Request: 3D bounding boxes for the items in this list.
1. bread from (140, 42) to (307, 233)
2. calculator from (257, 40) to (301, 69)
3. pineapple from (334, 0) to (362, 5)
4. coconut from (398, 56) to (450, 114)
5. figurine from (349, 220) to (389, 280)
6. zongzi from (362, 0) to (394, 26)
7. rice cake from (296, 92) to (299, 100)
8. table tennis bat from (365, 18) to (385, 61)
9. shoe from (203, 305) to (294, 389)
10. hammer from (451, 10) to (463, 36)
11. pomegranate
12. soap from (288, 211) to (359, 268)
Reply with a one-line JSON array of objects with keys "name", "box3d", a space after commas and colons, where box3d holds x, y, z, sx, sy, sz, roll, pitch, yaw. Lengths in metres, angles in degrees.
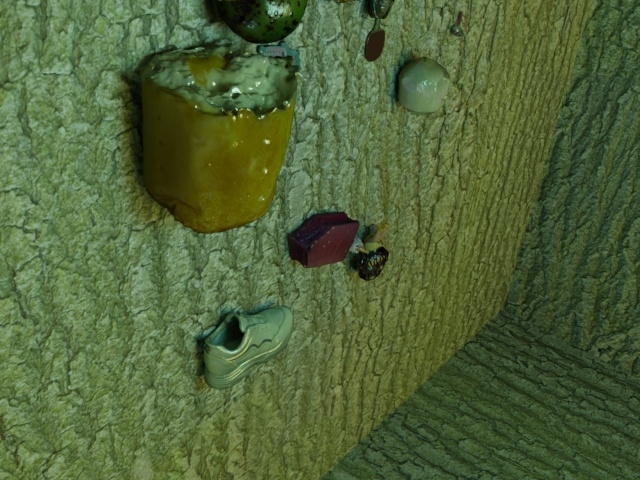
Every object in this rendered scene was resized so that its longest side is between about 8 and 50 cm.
[{"name": "bread", "box3d": [-0.201, -0.208, 1.524, 0.361, 0.250, 0.394, -19, 130, -37]}, {"name": "calculator", "box3d": [-0.099, -0.449, 1.709, 0.141, 0.019, 0.094, -15, 101, -46]}, {"name": "pineapple", "box3d": [0.087, -0.666, 1.722, 0.176, 0.137, 0.161, -30, 137, -43]}, {"name": "coconut", "box3d": [0.333, -0.500, 2.191, 0.171, 0.171, 0.183, -40, 151, -31]}, {"name": "figurine", "box3d": [0.183, 0.034, 2.448, 0.175, 0.116, 0.240, -28, 135, -44]}, {"name": "zongzi", "box3d": [0.141, -0.696, 1.850, 0.184, 0.084, 0.187, 7, 113, -43]}, {"name": "rice cake", "box3d": [-0.147, -0.302, 1.762, 0.237, 0.043, 0.127, -61, 148, -2]}, {"name": "table tennis bat", "box3d": [0.162, -0.600, 2.010, 0.087, 0.013, 0.156, -29, 139, -39]}, {"name": "shoe", "box3d": [-0.213, 0.278, 2.043, 0.342, 0.132, 0.210, -37, 144, -29]}, {"name": "hammer", "box3d": [0.472, -0.740, 2.344, 0.052, 0.031, 0.083, -2, 105, -59]}, {"name": "pomegranate", "box3d": [-0.110, -0.530, 1.457, 0.202, 0.202, 0.248, -38, -178, -33]}, {"name": "soap", "box3d": [0.000, 0.000, 2.176, 0.250, 0.099, 0.162, -11, 130, -52]}]
